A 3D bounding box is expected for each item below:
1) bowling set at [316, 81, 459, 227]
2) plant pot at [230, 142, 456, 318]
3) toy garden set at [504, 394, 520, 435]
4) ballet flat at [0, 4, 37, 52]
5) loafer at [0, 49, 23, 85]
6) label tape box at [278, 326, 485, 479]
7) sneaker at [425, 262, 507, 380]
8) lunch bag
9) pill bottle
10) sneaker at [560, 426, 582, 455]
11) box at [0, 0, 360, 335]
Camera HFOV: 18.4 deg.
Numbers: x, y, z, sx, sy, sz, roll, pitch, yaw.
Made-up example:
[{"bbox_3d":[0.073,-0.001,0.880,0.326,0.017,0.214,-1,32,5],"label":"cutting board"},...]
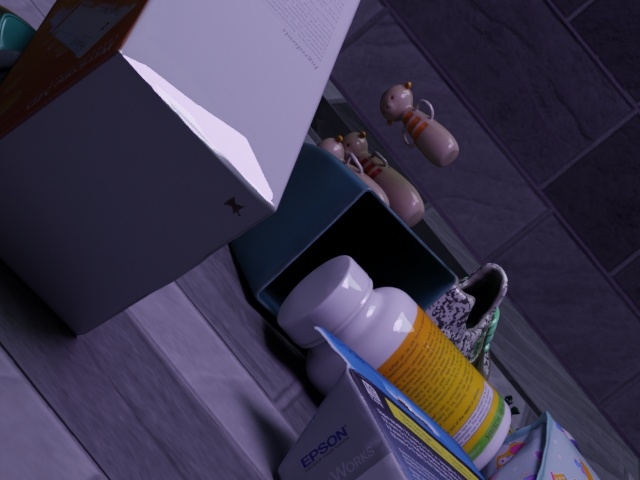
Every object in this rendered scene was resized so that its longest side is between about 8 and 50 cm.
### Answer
[{"bbox_3d":[0.025,-0.062,2.465,0.200,0.287,0.154,-15,54,-42],"label":"bowling set"},{"bbox_3d":[0.000,0.000,2.168,0.166,0.165,0.234,44,4,-33],"label":"plant pot"},{"bbox_3d":[0.204,0.202,2.631,0.244,0.049,0.204,45,11,-30],"label":"toy garden set"},{"bbox_3d":[-0.300,-0.172,1.684,0.232,0.073,0.080,43,47,-47],"label":"ballet flat"},{"bbox_3d":[-0.192,-0.052,1.707,0.302,0.109,0.095,34,37,-40],"label":"loafer"},{"bbox_3d":[0.087,0.264,1.717,0.249,0.115,0.348,43,10,-40],"label":"label tape box"},{"bbox_3d":[0.171,0.108,2.409,0.158,0.182,0.410,53,14,10],"label":"sneaker"},{"bbox_3d":[0.232,0.334,1.980,0.223,0.160,0.262,53,21,-13],"label":"lunch bag"},{"bbox_3d":[0.072,0.135,2.030,0.246,0.136,0.136,48,10,-18],"label":"pill bottle"},{"bbox_3d":[0.318,0.352,2.351,0.236,0.130,0.323,50,4,20],"label":"sneaker"},{"bbox_3d":[-0.125,-0.125,1.561,0.168,0.215,0.345,46,33,-19],"label":"box"}]
